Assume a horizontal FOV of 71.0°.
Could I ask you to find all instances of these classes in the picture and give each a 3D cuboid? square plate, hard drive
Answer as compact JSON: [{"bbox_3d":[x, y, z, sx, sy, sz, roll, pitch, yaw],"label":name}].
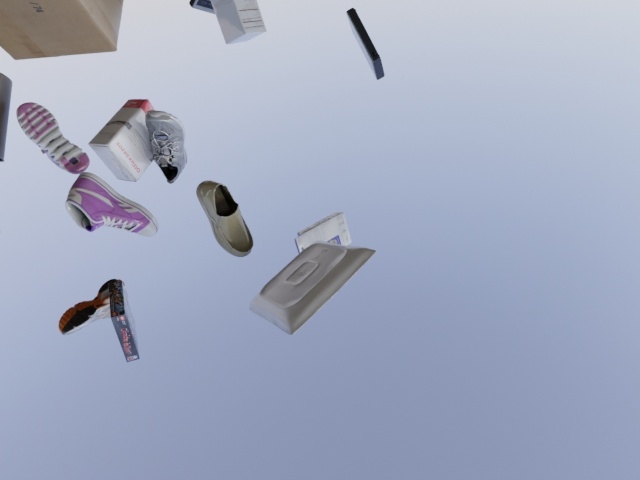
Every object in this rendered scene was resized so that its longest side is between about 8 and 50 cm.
[{"bbox_3d":[-0.046,0.114,1.366,0.344,0.049,0.347,-43,-158,-18],"label":"square plate"},{"bbox_3d":[0.102,-0.439,1.006,0.022,0.094,0.135,-26,-100,11],"label":"hard drive"}]

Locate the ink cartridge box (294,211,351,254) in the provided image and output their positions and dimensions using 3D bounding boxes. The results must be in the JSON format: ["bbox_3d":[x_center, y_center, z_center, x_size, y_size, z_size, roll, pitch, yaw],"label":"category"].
[{"bbox_3d":[0.000,0.000,2.074,0.065,0.165,0.333,3,-156,46],"label":"ink cartridge box"}]

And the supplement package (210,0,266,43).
[{"bbox_3d":[-0.271,-0.748,1.457,0.105,0.179,0.105,-2,-157,41],"label":"supplement package"}]

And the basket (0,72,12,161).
[{"bbox_3d":[-0.952,-0.358,1.231,0.154,0.204,0.226,6,-99,30],"label":"basket"}]

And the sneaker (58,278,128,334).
[{"bbox_3d":[-0.816,0.264,1.646,0.099,0.121,0.262,34,-122,26],"label":"sneaker"}]

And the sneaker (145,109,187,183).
[{"bbox_3d":[-0.478,-0.289,1.412,0.105,0.281,0.115,2,-119,1],"label":"sneaker"}]

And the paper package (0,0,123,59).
[{"bbox_3d":[-0.667,-0.592,1.021,0.310,0.325,0.167,-2,-105,5],"label":"paper package"}]

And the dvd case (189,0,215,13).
[{"bbox_3d":[-0.310,-0.862,1.499,0.179,0.239,0.029,-13,-112,-49],"label":"dvd case"}]

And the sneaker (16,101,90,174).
[{"bbox_3d":[-0.802,-0.294,1.334,0.105,0.236,0.095,2,-136,50],"label":"sneaker"}]

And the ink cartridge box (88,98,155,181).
[{"bbox_3d":[-0.595,-0.317,1.421,0.092,0.158,0.217,8,-124,24],"label":"ink cartridge box"}]

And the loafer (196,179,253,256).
[{"bbox_3d":[-0.287,-0.065,1.385,0.102,0.268,0.092,-42,-159,-33],"label":"loafer"}]

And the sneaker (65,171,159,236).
[{"bbox_3d":[-0.629,-0.060,1.349,0.102,0.282,0.160,-29,-140,29],"label":"sneaker"}]

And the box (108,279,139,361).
[{"bbox_3d":[-0.655,0.271,1.499,0.044,0.232,0.159,-12,-138,-18],"label":"box"}]
